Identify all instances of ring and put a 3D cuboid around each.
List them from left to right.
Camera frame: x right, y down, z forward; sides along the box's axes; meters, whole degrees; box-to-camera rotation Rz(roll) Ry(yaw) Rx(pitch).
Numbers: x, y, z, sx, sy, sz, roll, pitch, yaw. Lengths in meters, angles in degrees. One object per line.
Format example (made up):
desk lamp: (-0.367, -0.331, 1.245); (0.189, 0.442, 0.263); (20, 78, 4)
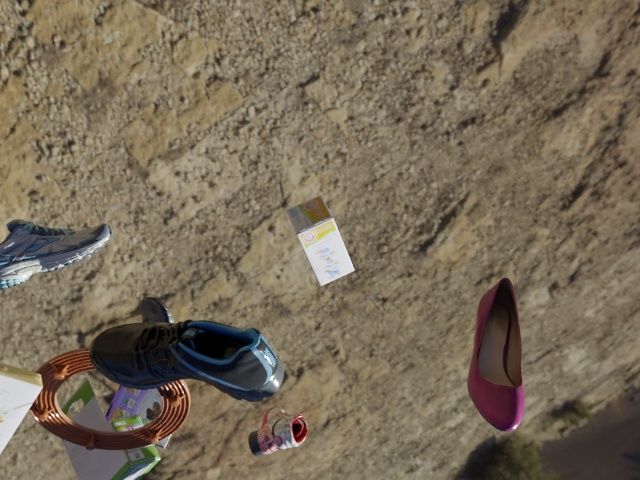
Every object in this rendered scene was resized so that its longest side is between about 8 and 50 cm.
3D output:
ring: (-0.445, 0.348, 1.452); (0.336, 0.032, 0.336); (-3, 130, -4)

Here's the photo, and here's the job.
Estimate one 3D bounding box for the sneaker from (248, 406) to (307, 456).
sneaker: (-0.097, 0.534, 1.970); (0.145, 0.090, 0.270); (-18, 179, 13)

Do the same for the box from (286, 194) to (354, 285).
box: (0.000, 0.000, 1.821); (0.103, 0.114, 0.203); (-24, 131, -1)

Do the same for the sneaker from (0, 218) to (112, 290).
sneaker: (-0.553, 0.007, 1.351); (0.283, 0.110, 0.122); (-23, 98, -24)

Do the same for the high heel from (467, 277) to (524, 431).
high heel: (0.410, 0.251, 1.577); (0.127, 0.377, 0.181); (8, 122, -3)

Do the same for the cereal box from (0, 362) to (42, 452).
cereal box: (-0.635, 0.319, 1.229); (0.173, 0.047, 0.240); (27, 102, -35)

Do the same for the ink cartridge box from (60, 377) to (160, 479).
ink cartridge box: (-0.533, 0.488, 1.700); (0.189, 0.255, 0.097); (-47, 154, 23)

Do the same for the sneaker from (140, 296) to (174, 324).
sneaker: (-0.418, 0.246, 1.744); (0.083, 0.223, 0.098); (-33, 167, 26)

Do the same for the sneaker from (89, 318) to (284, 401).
sneaker: (-0.232, 0.173, 1.141); (0.341, 0.125, 0.139); (2, 142, 12)

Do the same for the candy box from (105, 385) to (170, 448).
candy box: (-0.509, 0.491, 2.013); (0.196, 0.165, 0.070); (26, 165, -8)
